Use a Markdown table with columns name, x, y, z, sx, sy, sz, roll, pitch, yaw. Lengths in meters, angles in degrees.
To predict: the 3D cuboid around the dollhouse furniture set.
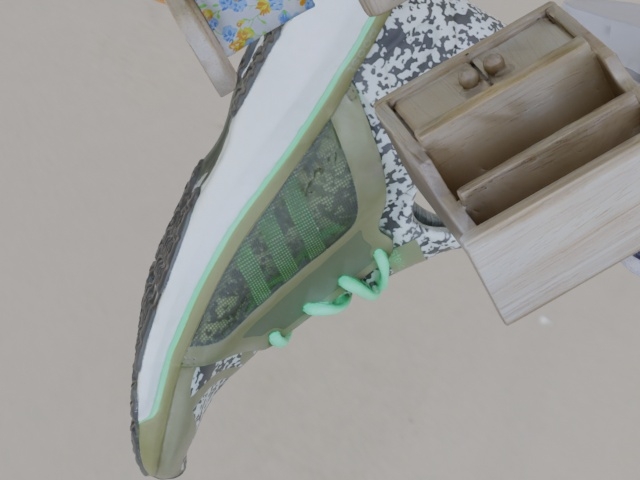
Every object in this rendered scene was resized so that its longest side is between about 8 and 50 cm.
| name | x | y | z | sx | sy | sz | roll | pitch | yaw |
| --- | --- | --- | --- | --- | --- | --- | --- | --- | --- |
| dollhouse furniture set | 0.049 | -0.115 | 0.738 | 0.212 | 0.161 | 0.242 | -30 | 117 | 0 |

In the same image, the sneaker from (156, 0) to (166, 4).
| name | x | y | z | sx | sy | sz | roll | pitch | yaw |
| --- | --- | --- | --- | --- | --- | --- | --- | --- | --- |
| sneaker | -0.034 | -0.231 | 0.849 | 0.099 | 0.121 | 0.262 | 19 | 64 | -5 |

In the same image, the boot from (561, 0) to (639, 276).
| name | x | y | z | sx | sy | sz | roll | pitch | yaw |
| --- | --- | --- | --- | --- | --- | --- | --- | --- | --- |
| boot | 0.179 | -0.039 | 0.891 | 0.095 | 0.258 | 0.123 | 2 | 104 | -14 |

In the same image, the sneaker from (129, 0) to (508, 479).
| name | x | y | z | sx | sy | sz | roll | pitch | yaw |
| --- | --- | --- | --- | --- | --- | --- | --- | --- | --- |
| sneaker | 0.000 | 0.000 | 1.183 | 0.182 | 0.158 | 0.410 | 23 | 112 | -8 |
